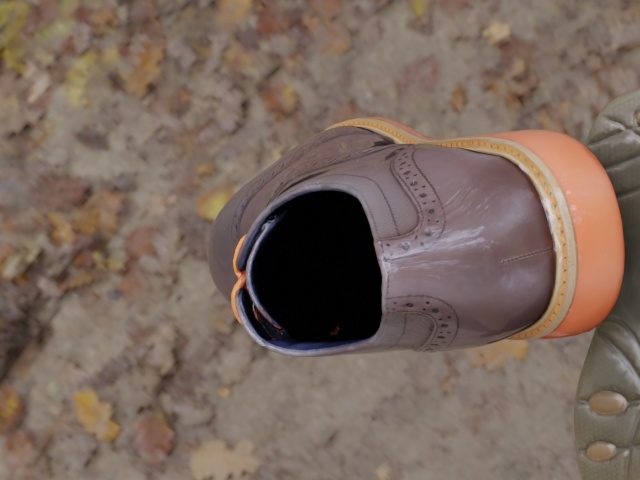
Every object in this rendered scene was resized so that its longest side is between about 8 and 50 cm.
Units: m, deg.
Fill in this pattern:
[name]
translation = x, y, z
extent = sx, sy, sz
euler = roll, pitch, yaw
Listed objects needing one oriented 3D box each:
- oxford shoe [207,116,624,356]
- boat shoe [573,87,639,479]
[oxford shoe]
translation = 0.000, 0.000, 0.613
extent = 0.271, 0.098, 0.097
euler = -9, 91, 64
[boat shoe]
translation = 0.133, 0.032, 0.567
extent = 0.064, 0.060, 0.178
euler = 3, 98, 33
